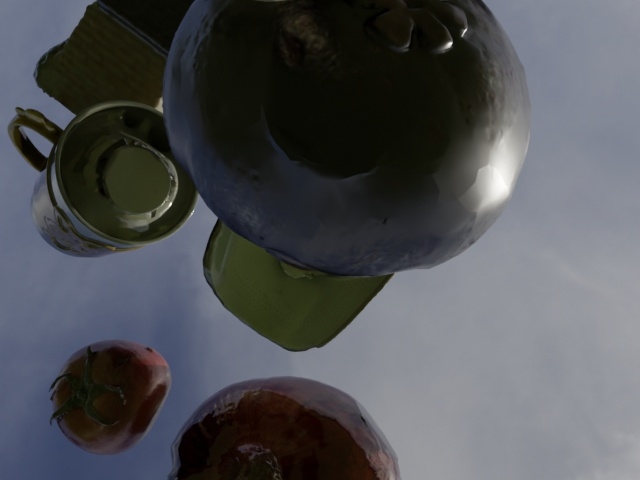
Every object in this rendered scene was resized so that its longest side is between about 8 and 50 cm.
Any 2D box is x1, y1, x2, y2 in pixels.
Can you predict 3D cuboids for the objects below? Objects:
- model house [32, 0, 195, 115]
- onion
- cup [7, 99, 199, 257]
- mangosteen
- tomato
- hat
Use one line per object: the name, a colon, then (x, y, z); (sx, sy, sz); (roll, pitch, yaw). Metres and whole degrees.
model house: (-0.238, -0.304, 1.177); (0.243, 0.298, 0.284); (41, -70, 2)
onion: (-0.038, 0.361, 1.069); (0.341, 0.341, 0.341); (-2, -112, 5)
cup: (-0.305, -0.082, 0.978); (0.241, 0.226, 0.185); (39, -120, -20)
mangosteen: (0.013, -0.091, 0.572); (0.288, 0.287, 0.233); (1, -90, 6)
tomato: (-0.289, 0.215, 1.039); (0.167, 0.167, 0.167); (-2, -112, 5)
hat: (0.001, -0.003, 0.969); (0.258, 0.168, 0.301); (35, -82, 9)
